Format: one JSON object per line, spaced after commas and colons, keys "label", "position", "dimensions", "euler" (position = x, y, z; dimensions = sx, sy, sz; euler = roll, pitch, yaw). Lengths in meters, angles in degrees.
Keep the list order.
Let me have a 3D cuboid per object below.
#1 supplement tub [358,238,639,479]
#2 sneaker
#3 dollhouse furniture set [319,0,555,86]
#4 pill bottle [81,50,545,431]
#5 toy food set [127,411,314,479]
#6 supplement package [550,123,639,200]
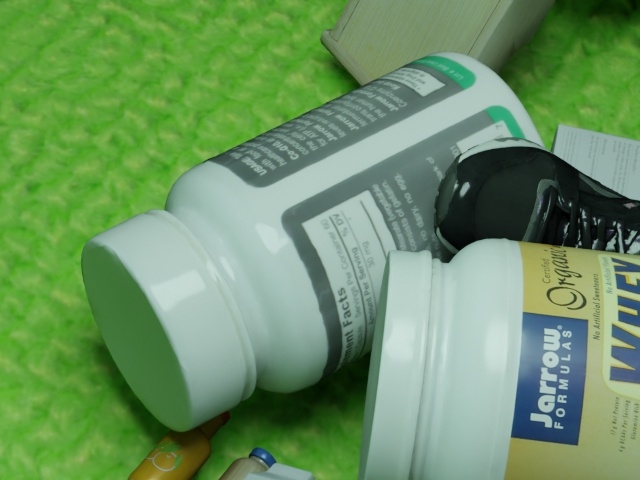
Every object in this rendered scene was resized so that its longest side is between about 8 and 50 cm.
{"label": "supplement tub", "position": [0.193, 0.121, 1.296], "dimensions": [0.316, 0.228, 0.228], "euler": [7, 54, 0]}
{"label": "sneaker", "position": [0.220, -0.007, 1.399], "dimensions": [0.283, 0.107, 0.124], "euler": [14, 4, -39]}
{"label": "dollhouse furniture set", "position": [0.236, -0.249, 1.724], "dimensions": [0.394, 0.256, 0.362], "euler": [-12, 53, -45]}
{"label": "pill bottle", "position": [0.000, 0.000, 1.461], "dimensions": [0.361, 0.204, 0.204], "euler": [-27, 61, -23]}
{"label": "toy food set", "position": [-0.029, 0.207, 1.397], "dimensions": [0.232, 0.111, 0.104], "euler": [9, 47, 41]}
{"label": "supplement package", "position": [0.286, -0.018, 1.601], "dimensions": [0.179, 0.105, 0.105], "euler": [13, 53, 5]}
